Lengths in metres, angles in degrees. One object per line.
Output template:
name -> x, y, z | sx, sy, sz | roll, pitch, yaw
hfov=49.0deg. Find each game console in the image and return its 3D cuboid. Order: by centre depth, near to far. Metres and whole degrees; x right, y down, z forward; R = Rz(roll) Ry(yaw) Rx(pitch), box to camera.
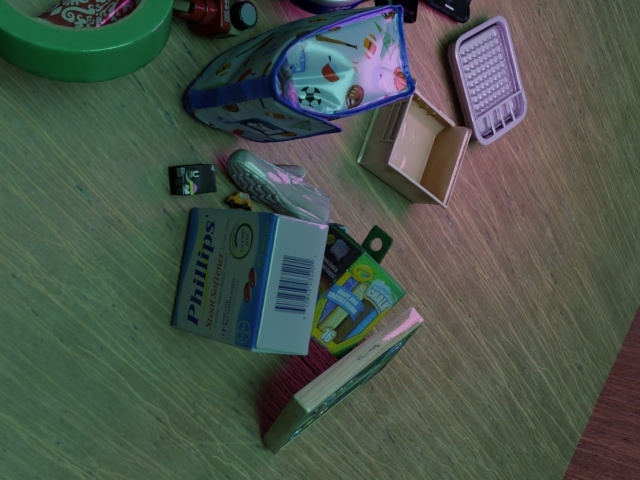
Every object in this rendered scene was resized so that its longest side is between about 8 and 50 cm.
game console -> 0.295, -0.683, 1.930 | 0.361, 0.044, 0.213 | 10, 87, -40

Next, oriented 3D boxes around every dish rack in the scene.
dish rack -> 0.492, -0.477, 2.105 | 0.285, 0.072, 0.332 | -35, 116, -34

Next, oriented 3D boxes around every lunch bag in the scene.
lunch bag -> -0.049, -0.334, 1.467 | 0.385, 0.328, 0.238 | -26, 109, -39

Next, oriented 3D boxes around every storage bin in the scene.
storage bin -> 0.258, -0.259, 1.880 | 0.262, 0.123, 0.260 | 30, 74, -39

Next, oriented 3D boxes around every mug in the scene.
mug -> -0.428, -0.392, 1.288 | 0.113, 0.150, 0.169 | 34, 61, 2

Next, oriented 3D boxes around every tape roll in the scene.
tape roll -> -0.409, -0.409, 1.175 | 0.321, 0.077, 0.321 | 8, 58, -12

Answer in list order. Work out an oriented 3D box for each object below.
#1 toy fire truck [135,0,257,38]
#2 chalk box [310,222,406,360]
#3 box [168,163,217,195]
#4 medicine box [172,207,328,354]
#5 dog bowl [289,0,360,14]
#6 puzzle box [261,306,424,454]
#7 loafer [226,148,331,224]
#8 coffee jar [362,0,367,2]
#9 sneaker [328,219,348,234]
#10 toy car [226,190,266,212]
toy fire truck -> -0.266, -0.524, 1.392 | 0.246, 0.159, 0.217 | -7, 99, -52
chalk box -> 0.059, 0.094, 1.631 | 0.289, 0.180, 0.179 | -45, 125, 0
box -> -0.267, -0.128, 1.470 | 0.083, 0.052, 0.062 | -10, 102, -42
medicine box -> -0.148, 0.077, 1.434 | 0.149, 0.289, 0.263 | 12, 85, -44
dog bowl -> 0.017, -0.646, 1.571 | 0.265, 0.104, 0.264 | 0, 88, -14
puzzle box -> 0.055, 0.335, 1.681 | 0.409, 0.272, 0.052 | -31, 71, -36
loafer -> -0.087, -0.127, 1.600 | 0.319, 0.112, 0.111 | 36, 65, -46
coffee jar -> 0.101, -0.625, 1.725 | 0.184, 0.096, 0.079 | -30, 116, -37
sneaker -> 0.000, 0.000, 1.703 | 0.166, 0.076, 0.065 | -38, 116, -33
toy car -> -0.165, -0.076, 1.586 | 0.122, 0.060, 0.040 | 50, 52, -64
